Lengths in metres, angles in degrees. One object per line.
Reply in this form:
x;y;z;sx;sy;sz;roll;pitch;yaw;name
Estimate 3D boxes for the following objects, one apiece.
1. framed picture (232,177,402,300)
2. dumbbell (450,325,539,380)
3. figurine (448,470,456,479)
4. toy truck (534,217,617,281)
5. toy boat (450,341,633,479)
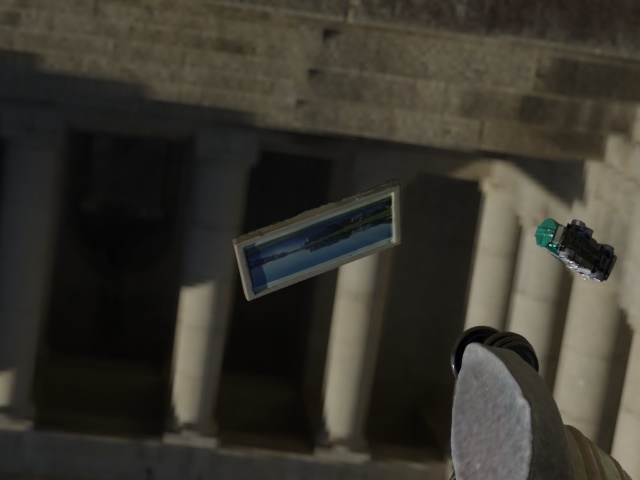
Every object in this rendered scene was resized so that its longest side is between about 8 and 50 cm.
0.000;0.000;1.264;0.149;0.011;0.109;-21;153;-7;framed picture
0.252;0.176;2.146;0.099;0.099;0.208;3;-177;-21;dumbbell
0.164;0.293;1.702;0.047;0.106;0.060;24;157;47;figurine
0.243;0.009;1.412;0.044;0.039;0.083;9;163;48;toy truck
0.246;0.253;1.482;0.293;0.111;0.276;41;-152;-17;toy boat
